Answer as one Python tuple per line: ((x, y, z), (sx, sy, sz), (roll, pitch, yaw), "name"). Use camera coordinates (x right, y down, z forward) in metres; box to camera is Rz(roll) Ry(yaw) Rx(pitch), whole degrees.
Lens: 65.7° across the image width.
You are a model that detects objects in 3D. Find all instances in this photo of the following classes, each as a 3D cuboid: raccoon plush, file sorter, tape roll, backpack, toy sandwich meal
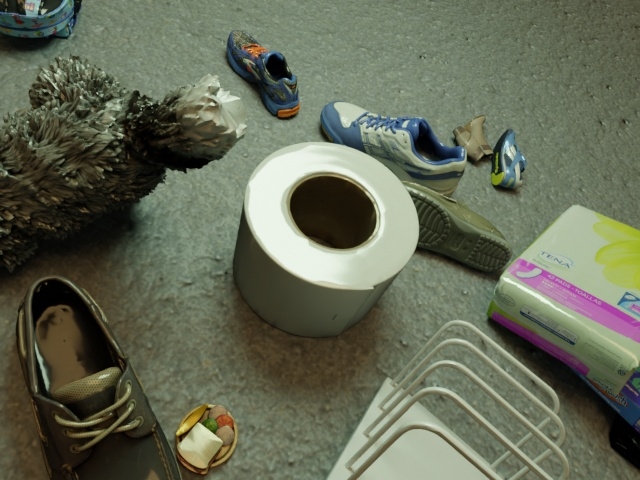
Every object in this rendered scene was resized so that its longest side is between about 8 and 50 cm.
((-0.331, -0.079, 0.573), (0.216, 0.447, 0.299), (54, 55, -20), "raccoon plush")
((0.154, 0.236, 0.553), (0.193, 0.173, 0.278), (40, 23, 10), "file sorter")
((0.000, 0.000, 0.734), (0.246, 0.169, 0.246), (7, 58, -12), "tape roll")
((-0.522, -0.428, 0.890), (0.158, 0.116, 0.173), (2, 57, -15), "backpack")
((-0.144, 0.245, 0.622), (0.086, 0.029, 0.085), (7, 57, -11), "toy sandwich meal")

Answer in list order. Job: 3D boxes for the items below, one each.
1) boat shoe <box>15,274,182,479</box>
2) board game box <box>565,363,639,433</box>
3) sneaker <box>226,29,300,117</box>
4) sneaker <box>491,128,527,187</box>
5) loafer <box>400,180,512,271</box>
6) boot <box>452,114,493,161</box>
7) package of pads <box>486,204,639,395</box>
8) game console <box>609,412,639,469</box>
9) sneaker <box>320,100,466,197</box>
((-0.264, 0.193, 0.560), (0.132, 0.130, 0.355), (-27, 69, -28), "boat shoe")
((0.524, 0.191, 0.797), (0.210, 0.047, 0.160), (-21, 47, -22), "board game box")
((-0.106, -0.346, 0.973), (0.083, 0.087, 0.221), (-31, 71, -30), "sneaker")
((0.390, -0.166, 1.022), (0.059, 0.053, 0.144), (17, 64, -4), "sneaker")
((0.215, -0.030, 0.874), (0.251, 0.094, 0.087), (29, 30, -7), "loafer")
((0.333, -0.212, 1.045), (0.119, 0.042, 0.087), (-30, 77, -28), "boot")
((0.444, 0.076, 0.817), (0.297, 0.101, 0.229), (-33, 51, -31), "package of pads")
((0.639, 0.349, 0.769), (0.361, 0.044, 0.213), (38, 56, 12), "game console")
((0.139, -0.196, 0.922), (0.297, 0.131, 0.111), (32, 57, 7), "sneaker")
